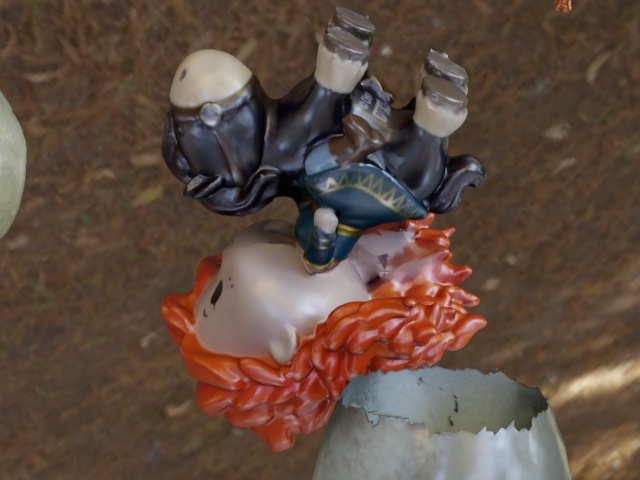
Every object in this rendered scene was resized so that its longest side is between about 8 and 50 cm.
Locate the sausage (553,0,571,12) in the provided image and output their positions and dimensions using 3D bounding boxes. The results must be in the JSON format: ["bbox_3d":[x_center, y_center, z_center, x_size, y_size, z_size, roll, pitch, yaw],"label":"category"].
[{"bbox_3d":[0.190,-0.317,0.740,0.053,0.053,0.348,2,102,-49],"label":"sausage"}]

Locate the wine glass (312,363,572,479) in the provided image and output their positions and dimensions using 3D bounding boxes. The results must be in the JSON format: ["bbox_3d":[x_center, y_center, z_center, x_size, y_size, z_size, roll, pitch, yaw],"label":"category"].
[{"bbox_3d":[0.093,0.275,0.971,0.238,0.238,0.323,-7,100,-42],"label":"wine glass"}]

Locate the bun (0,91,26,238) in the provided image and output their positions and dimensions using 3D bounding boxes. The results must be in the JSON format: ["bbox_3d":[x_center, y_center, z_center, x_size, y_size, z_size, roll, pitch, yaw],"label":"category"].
[{"bbox_3d":[-0.416,-0.076,1.218,0.231,0.133,0.231,-3,106,-9],"label":"bun"}]

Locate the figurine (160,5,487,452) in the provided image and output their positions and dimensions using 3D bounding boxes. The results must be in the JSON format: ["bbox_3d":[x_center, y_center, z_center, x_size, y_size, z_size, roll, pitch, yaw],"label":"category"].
[{"bbox_3d":[-0.006,-0.008,1.080,0.306,0.241,0.412,-8,122,-5],"label":"figurine"}]
